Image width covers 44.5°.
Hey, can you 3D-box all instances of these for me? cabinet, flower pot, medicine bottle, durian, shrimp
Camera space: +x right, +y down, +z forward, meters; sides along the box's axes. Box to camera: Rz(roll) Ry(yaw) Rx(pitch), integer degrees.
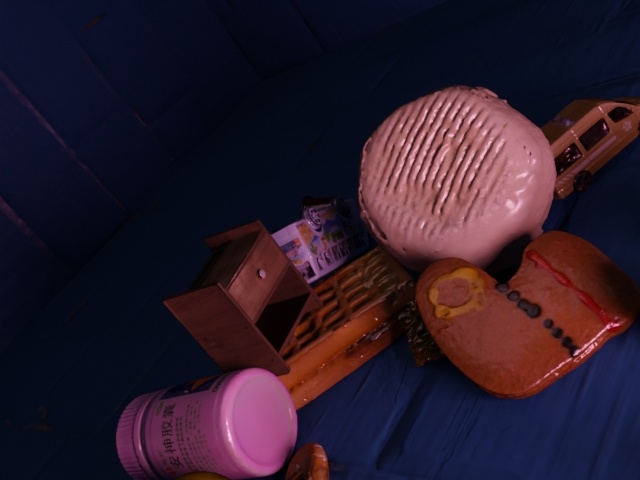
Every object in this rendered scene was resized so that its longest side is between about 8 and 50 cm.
[{"bbox_3d":[-0.128,0.108,1.371,0.148,0.215,0.175,-19,28,36],"label":"cabinet"},{"bbox_3d":[0.013,-0.062,1.899,0.089,0.111,0.111,-8,33,22],"label":"flower pot"},{"bbox_3d":[-0.200,0.328,1.352,0.290,0.178,0.178,-18,30,37],"label":"medicine bottle"},{"bbox_3d":[0.213,0.117,1.236,0.186,0.119,0.108,-38,19,-5],"label":"durian"},{"bbox_3d":[-0.024,0.372,1.189,0.095,0.045,0.162,-34,25,8],"label":"shrimp"}]

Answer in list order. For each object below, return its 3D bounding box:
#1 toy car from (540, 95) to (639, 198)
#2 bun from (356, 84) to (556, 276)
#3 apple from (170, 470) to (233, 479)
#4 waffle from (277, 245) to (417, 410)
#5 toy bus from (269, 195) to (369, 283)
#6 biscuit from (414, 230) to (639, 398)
[{"bbox_3d":[0.484,-0.192,1.419,0.256,0.124,0.101,-40,24,-4],"label":"toy car"},{"bbox_3d":[0.243,-0.097,1.378,0.359,0.210,0.360,-6,80,38],"label":"bun"},{"bbox_3d":[-0.188,0.438,1.160,0.196,0.157,0.196,-22,30,13],"label":"apple"},{"bbox_3d":[0.037,0.151,1.458,0.327,0.098,0.224,-34,24,3],"label":"waffle"},{"bbox_3d":[0.000,0.000,1.607,0.109,0.136,0.329,-30,-2,26],"label":"toy bus"},{"bbox_3d":[0.288,0.081,1.137,0.277,0.052,0.262,-35,52,2],"label":"biscuit"}]
